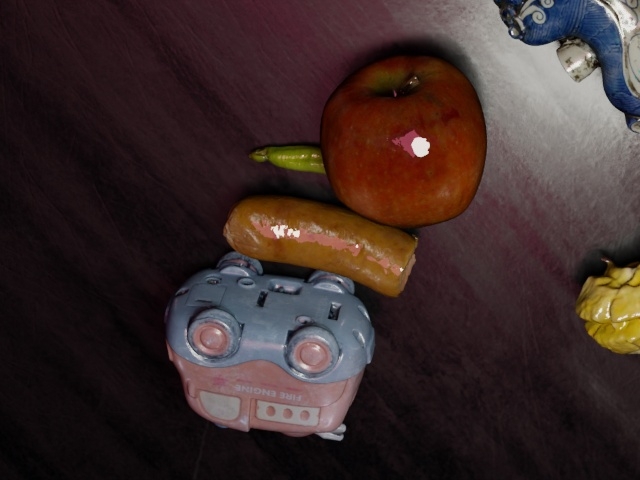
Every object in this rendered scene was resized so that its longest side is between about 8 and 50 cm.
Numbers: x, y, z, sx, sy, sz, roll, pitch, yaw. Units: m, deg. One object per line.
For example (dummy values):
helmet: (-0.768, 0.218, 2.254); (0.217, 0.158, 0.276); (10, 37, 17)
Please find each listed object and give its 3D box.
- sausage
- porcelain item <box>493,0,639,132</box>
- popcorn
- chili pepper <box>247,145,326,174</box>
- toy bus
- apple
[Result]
sausage: (0.000, -0.002, 1.939); (0.270, 0.109, 0.109); (14, 108, 3)
porcelain item: (0.364, -0.265, 1.798); (0.186, 0.138, 0.288); (-37, 98, 27)
popcorn: (0.429, 0.088, 1.893); (0.167, 0.148, 0.152); (-11, 83, 0)
chili pepper: (0.003, -0.105, 1.946); (0.208, 0.043, 0.049); (22, 134, 6)
toy bus: (-0.074, 0.167, 1.967); (0.294, 0.197, 0.232); (8, 118, 3)
apple: (0.111, -0.124, 1.839); (0.229, 0.230, 0.230); (2, 107, 7)
